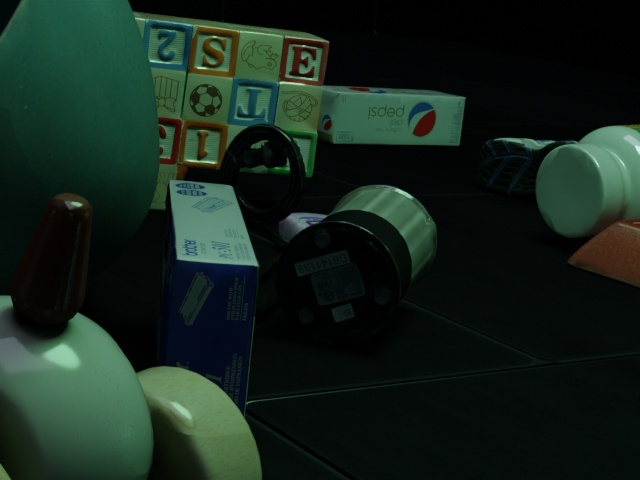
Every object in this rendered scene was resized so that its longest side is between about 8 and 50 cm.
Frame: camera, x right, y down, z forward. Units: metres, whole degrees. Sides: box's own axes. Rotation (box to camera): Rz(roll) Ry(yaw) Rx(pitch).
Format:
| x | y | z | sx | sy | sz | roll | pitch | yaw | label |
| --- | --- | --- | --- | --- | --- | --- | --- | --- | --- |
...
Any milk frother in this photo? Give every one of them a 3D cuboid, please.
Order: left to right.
| x | y | z | sx | sy | sz | roll | pitch | yaw | label |
| --- | --- | --- | --- | --- | --- | --- | --- | --- | --- |
| 0.006 | -0.016 | 0.958 | 0.129 | 0.143 | 0.135 | 2 | 13 | 14 | milk frother |

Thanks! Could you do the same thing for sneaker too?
| x | y | z | sx | sy | sz | roll | pitch | yaw | label |
| --- | --- | --- | --- | --- | --- | --- | --- | --- | --- |
| 0.270 | -0.077 | 1.523 | 0.081 | 0.080 | 0.211 | -7 | 19 | -37 | sneaker |

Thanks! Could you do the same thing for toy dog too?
| x | y | z | sx | sy | sz | roll | pitch | yaw | label |
| --- | --- | --- | --- | --- | --- | --- | --- | --- | --- |
| -0.185 | 0.039 | 0.564 | 0.334 | 0.161 | 0.220 | 10 | 12 | 13 | toy dog |

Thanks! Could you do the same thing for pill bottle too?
| x | y | z | sx | sy | sz | roll | pitch | yaw | label |
| --- | --- | --- | --- | --- | --- | --- | --- | --- | --- |
| 0.310 | -0.055 | 1.349 | 0.208 | 0.117 | 0.117 | -6 | 18 | -37 | pill bottle |

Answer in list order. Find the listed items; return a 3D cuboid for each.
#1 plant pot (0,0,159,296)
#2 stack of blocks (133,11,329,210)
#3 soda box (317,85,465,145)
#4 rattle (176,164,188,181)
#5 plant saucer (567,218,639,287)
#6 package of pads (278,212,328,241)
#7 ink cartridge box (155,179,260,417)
| x | y | z | sx | sy | sz | roll | pitch | yaw | label |
| --- | --- | --- | --- | --- | --- | --- | --- | --- | --- |
| -0.216 | -0.067 | 0.883 | 0.290 | 0.290 | 0.195 | 21 | -18 | 48 | plant pot |
| -0.153 | -0.119 | 1.280 | 0.297 | 0.171 | 0.087 | 4 | 13 | -16 | stack of blocks |
| 0.086 | -0.165 | 1.854 | 0.216 | 0.069 | 0.074 | -1 | 14 | -35 | soda box |
| -0.198 | -0.162 | 1.379 | 0.130 | 0.199 | 0.143 | 2 | 13 | -21 | rattle |
| 0.396 | 0.022 | 1.223 | 0.258 | 0.047 | 0.259 | -4 | 17 | -41 | plant saucer |
| 0.000 | 0.000 | 1.143 | 0.050 | 0.032 | 0.083 | 0 | 14 | -19 | package of pads |
| -0.069 | 0.033 | 0.805 | 0.046 | 0.097 | 0.207 | 5 | 12 | -9 | ink cartridge box |
